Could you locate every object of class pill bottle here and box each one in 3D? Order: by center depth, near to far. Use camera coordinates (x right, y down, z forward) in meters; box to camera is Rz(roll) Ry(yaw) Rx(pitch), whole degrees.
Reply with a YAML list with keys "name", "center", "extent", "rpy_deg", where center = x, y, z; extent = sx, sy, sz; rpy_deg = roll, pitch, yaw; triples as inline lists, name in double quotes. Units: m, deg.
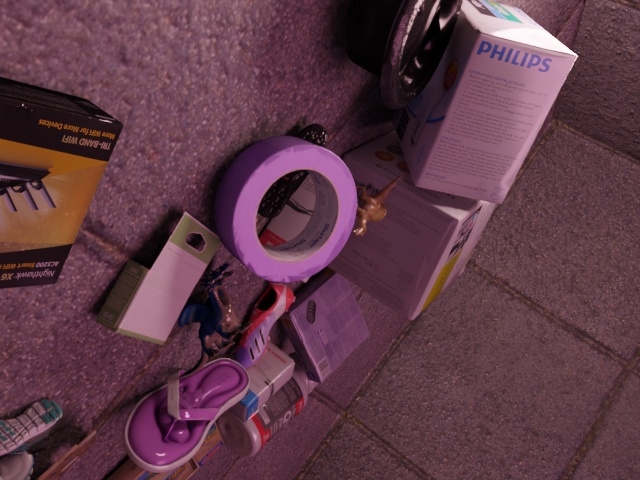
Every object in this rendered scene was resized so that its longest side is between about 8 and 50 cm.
- name: "pill bottle"
  center: [-0.149, 0.463, 1.784]
  extent: [0.318, 0.176, 0.176]
  rpy_deg: [-34, 149, -43]

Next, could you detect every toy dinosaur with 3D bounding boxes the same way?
- name: "toy dinosaur"
  center: [0.116, -0.086, 1.422]
  extent: [0.183, 0.092, 0.053]
  rpy_deg: [-54, 158, -14]

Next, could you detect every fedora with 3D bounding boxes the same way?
- name: "fedora"
  center: [0.155, -0.433, 1.202]
  extent: [0.334, 0.152, 0.334]
  rpy_deg: [-50, 156, -32]

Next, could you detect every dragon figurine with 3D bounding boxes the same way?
- name: "dragon figurine"
  center: [-0.242, 0.170, 1.307]
  extent: [0.289, 0.144, 0.085]
  rpy_deg: [-48, 168, 36]

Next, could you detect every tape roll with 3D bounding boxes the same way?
- name: "tape roll"
  center: [-0.064, -0.060, 1.194]
  extent: [0.274, 0.090, 0.275]
  rpy_deg: [-14, 117, -28]

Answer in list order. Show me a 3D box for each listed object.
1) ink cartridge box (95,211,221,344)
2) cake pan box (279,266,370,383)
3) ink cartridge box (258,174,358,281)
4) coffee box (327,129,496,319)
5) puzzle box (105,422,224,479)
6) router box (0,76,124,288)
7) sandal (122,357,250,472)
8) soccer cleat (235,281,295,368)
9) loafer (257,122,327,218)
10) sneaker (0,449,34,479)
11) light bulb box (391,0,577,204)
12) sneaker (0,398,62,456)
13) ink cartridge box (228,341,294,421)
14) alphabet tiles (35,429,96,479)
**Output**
- name: "ink cartridge box"
  center: [-0.287, 0.068, 1.117]
  extent: [0.235, 0.056, 0.171]
  rpy_deg: [-64, 160, -10]
- name: "cake pan box"
  center: [0.018, 0.248, 1.801]
  extent: [0.245, 0.070, 0.267]
  rpy_deg: [-40, 117, -34]
- name: "ink cartridge box"
  center: [-0.028, -0.038, 1.442]
  extent: [0.237, 0.100, 0.172]
  rpy_deg: [-56, 158, -4]
- name: "coffee box"
  center: [0.241, -0.062, 1.652]
  extent: [0.334, 0.337, 0.338]
  rpy_deg: [-32, 148, -46]
- name: "puzzle box"
  center: [-0.424, 0.599, 1.535]
  extent: [0.409, 0.052, 0.272]
  rpy_deg: [-41, 154, -25]
- name: "router box"
  center: [-0.395, -0.061, 0.674]
  extent: [0.243, 0.081, 0.308]
  rpy_deg: [-62, 157, 14]
- name: "sandal"
  center: [-0.289, 0.352, 1.373]
  extent: [0.102, 0.169, 0.416]
  rpy_deg: [-63, 170, 23]
- name: "soccer cleat"
  center: [-0.159, 0.214, 1.568]
  extent: [0.248, 0.083, 0.095]
  rpy_deg: [-57, 141, 1]
- name: "loafer"
  center: [-0.065, -0.146, 1.272]
  extent: [0.223, 0.076, 0.078]
  rpy_deg: [-57, -166, -1]
- name: "sneaker"
  center: [-0.563, 0.414, 1.003]
  extent: [0.190, 0.071, 0.083]
  rpy_deg: [-44, 148, -26]
- name: "light bulb box"
  center: [0.350, -0.342, 1.426]
  extent: [0.358, 0.225, 0.361]
  rpy_deg: [-97, -159, -54]
- name: "sneaker"
  center: [-0.509, 0.331, 1.013]
  extent: [0.166, 0.065, 0.076]
  rpy_deg: [-15, 140, -56]
- name: "ink cartridge box"
  center: [-0.182, 0.360, 1.621]
  extent: [0.190, 0.139, 0.082]
  rpy_deg: [-36, 150, -40]
- name: "alphabet tiles"
  center: [-0.498, 0.434, 1.128]
  extent: [0.198, 0.009, 0.237]
  rpy_deg: [-42, 176, -31]
